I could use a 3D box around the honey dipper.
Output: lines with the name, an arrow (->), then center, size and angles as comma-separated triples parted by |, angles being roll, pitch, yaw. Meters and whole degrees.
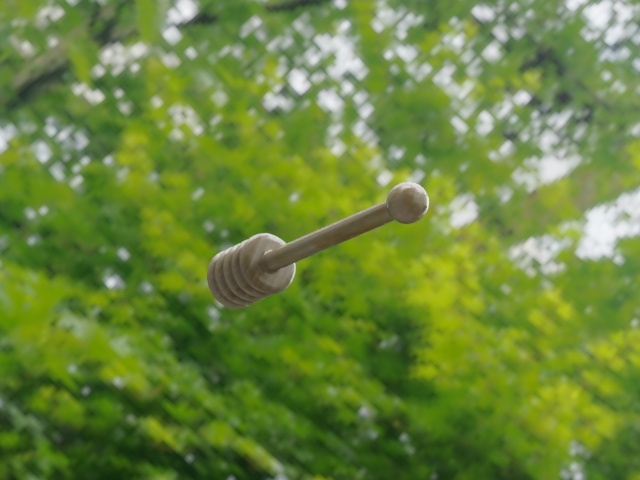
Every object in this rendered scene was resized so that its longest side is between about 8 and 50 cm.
honey dipper -> 0.000, 0.000, 0.852 | 0.030, 0.030, 0.161 | 52, -35, -10
